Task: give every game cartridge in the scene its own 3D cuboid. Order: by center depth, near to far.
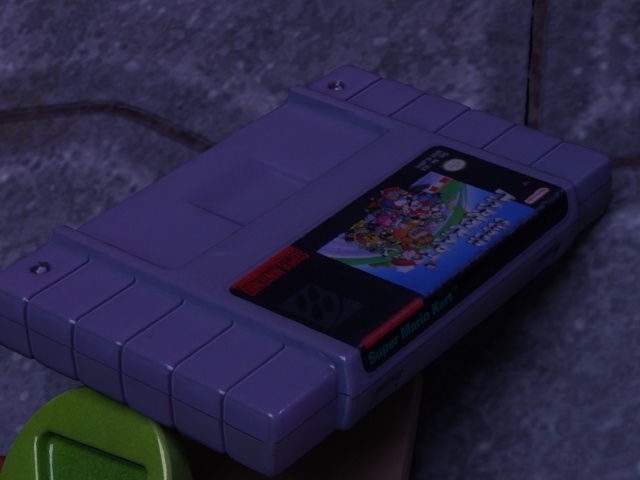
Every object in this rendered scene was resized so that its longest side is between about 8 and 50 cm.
[{"bbox_3d":[0.000,0.000,1.165,0.230,0.068,0.355,18,36,33],"label":"game cartridge"}]

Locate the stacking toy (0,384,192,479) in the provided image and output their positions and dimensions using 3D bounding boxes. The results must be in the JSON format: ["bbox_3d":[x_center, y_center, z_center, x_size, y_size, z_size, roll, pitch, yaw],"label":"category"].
[{"bbox_3d":[-0.156,0.242,1.138,0.279,0.130,0.309,-23,63,27],"label":"stacking toy"}]

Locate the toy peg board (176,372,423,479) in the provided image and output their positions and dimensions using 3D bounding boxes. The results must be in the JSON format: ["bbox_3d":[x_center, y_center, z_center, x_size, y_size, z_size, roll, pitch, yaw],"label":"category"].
[{"bbox_3d":[-0.014,0.168,1.179,0.161,0.079,0.160,-7,43,19],"label":"toy peg board"}]
